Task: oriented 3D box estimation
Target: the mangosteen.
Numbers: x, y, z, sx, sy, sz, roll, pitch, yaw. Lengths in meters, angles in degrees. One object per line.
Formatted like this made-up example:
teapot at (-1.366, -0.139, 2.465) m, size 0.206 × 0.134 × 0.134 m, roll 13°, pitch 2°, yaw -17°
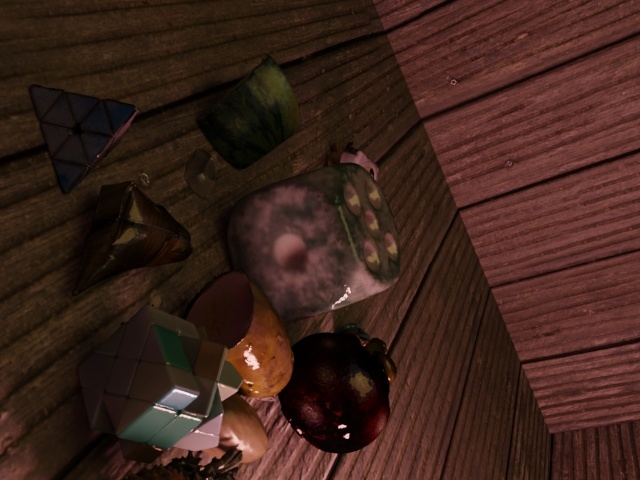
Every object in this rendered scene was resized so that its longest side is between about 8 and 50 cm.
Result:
mangosteen at (0.046, 0.356, 1.546) m, size 0.297 × 0.294 × 0.297 m, roll 162°, pitch -90°, yaw -88°

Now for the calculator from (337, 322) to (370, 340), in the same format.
calculator at (0.118, 0.389, 1.933) m, size 0.173 × 0.051 × 0.292 m, roll 15°, pitch 61°, yaw -61°

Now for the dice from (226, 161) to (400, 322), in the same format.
dice at (-0.007, 0.003, 1.636) m, size 0.348 × 0.328 × 0.330 m, roll -22°, pitch 93°, yaw -63°

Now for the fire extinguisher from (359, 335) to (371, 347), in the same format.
fire extinguisher at (0.147, 0.314, 1.942) m, size 0.173 × 0.035 × 0.048 m, roll 44°, pitch 41°, yaw -48°

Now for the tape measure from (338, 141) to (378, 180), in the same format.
tape measure at (0.109, -0.214, 2.205) m, size 0.178 × 0.105 × 0.196 m, roll -64°, pitch 148°, yaw -8°

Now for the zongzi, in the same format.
zongzi at (-0.347, 0.035, 1.230) m, size 0.221 × 0.112 × 0.242 m, roll 42°, pitch 47°, yaw -46°

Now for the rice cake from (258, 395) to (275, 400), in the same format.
rice cake at (-0.153, 0.244, 1.515) m, size 0.049 × 0.055 × 0.269 m, roll 11°, pitch 62°, yaw -78°

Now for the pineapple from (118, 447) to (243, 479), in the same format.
pineapple at (-0.248, 0.435, 1.112) m, size 0.340 × 0.169 × 0.169 m, roll -17°, pitch 88°, yaw -68°

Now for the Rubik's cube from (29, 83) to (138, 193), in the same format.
Rubik's cube at (-0.424, -0.171, 1.190) m, size 0.211 × 0.191 × 0.178 m, roll 30°, pitch 65°, yaw -46°

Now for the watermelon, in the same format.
watermelon at (-0.203, -0.332, 1.728) m, size 0.262 × 0.201 × 0.212 m, roll -41°, pitch 119°, yaw -15°

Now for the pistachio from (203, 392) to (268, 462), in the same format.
pistachio at (-0.189, 0.373, 1.296) m, size 0.129 × 0.131 × 0.206 m, roll 37°, pitch -17°, yaw 54°

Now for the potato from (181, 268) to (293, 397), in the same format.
potato at (-0.151, 0.222, 1.369) m, size 0.266 × 0.229 × 0.229 m, roll 44°, pitch 37°, yaw -45°

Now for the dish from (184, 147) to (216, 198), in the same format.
dish at (-0.276, -0.170, 1.562) m, size 0.091 × 0.039 × 0.137 m, roll 44°, pitch 39°, yaw -42°

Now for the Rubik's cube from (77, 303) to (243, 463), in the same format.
Rubik's cube at (-0.255, 0.241, 1.108) m, size 0.213 × 0.265 × 0.224 m, roll 36°, pitch 18°, yaw -48°

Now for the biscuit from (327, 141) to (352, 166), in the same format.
biscuit at (0.081, -0.276, 2.310) m, size 0.234 × 0.030 × 0.153 m, roll -28°, pitch 97°, yaw -63°
